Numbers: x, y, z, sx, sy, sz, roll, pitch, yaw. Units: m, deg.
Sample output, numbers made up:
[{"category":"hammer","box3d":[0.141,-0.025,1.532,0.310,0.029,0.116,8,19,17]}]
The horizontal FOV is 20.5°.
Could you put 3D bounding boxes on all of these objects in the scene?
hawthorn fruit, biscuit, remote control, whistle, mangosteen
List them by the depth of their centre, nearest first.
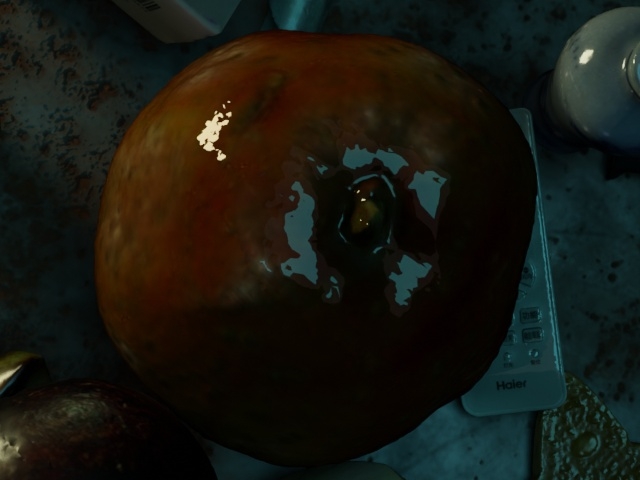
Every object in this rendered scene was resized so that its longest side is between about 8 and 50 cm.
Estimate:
[{"category":"mangosteen","box3d":[-0.236,0.257,1.494,0.330,0.330,0.330,1,84,-13]},{"category":"hawthorn fruit","box3d":[0.000,0.000,1.519,0.403,0.403,0.403,1,84,-13]},{"category":"whistle","box3d":[0.011,-0.311,1.715,0.062,0.062,0.312,23,81,-10]},{"category":"remote control","box3d":[0.174,0.022,1.725,0.103,0.051,0.293,-7,86,12]},{"category":"biscuit","box3d":[0.270,0.248,1.739,0.162,0.035,0.250,-16,89,-20]}]

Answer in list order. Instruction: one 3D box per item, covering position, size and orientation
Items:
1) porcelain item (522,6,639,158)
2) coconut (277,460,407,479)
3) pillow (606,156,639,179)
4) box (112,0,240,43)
[{"category":"porcelain item","box3d":[0.273,-0.141,1.661,0.141,0.259,0.141,1,87,-14]},{"category":"coconut","box3d":[0.011,0.323,1.574,0.259,0.259,0.259,1,84,-13]},{"category":"pillow","box3d":[0.338,-0.131,1.784,0.090,0.048,0.150,7,86,-19]},{"category":"box","box3d":[-0.115,-0.357,1.622,0.200,0.106,0.299,40,70,-25]}]
